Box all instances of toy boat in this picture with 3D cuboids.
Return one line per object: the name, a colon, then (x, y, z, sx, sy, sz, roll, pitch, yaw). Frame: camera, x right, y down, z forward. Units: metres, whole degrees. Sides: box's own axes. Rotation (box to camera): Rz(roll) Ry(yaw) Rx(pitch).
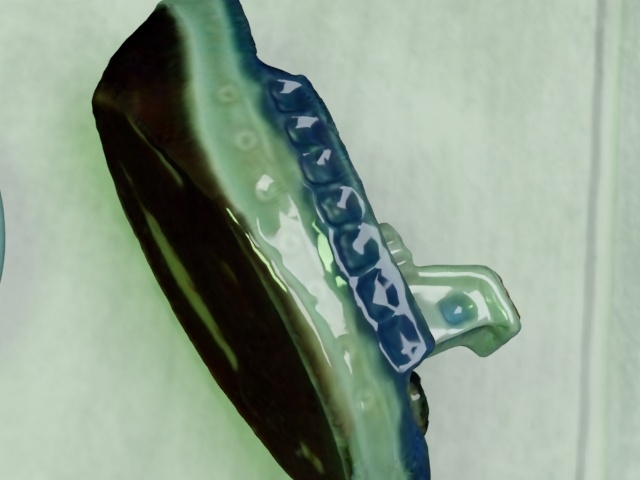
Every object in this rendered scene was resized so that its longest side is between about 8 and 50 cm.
toy boat: (0.000, 0.000, 0.709, 0.115, 0.114, 0.262, -27, 79, -28)

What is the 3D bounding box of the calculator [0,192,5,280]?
calculator: (-0.254, -0.021, 0.592, 0.303, 0.042, 0.188, 8, 63, -36)
